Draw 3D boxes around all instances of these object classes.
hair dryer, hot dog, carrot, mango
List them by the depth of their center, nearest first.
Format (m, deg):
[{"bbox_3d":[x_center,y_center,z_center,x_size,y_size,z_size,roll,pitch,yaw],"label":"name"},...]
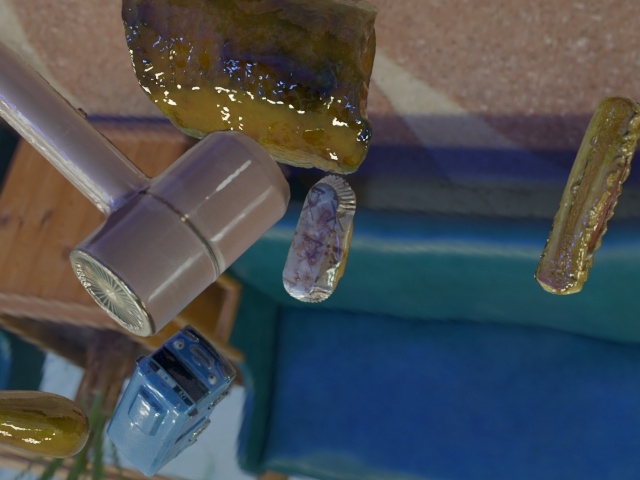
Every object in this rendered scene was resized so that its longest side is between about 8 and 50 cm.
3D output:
[{"bbox_3d":[-0.206,-0.093,1.128,0.344,0.189,0.107,43,157,7],"label":"hair dryer"},{"bbox_3d":[-0.072,-0.227,1.605,0.341,0.241,0.241,20,160,6],"label":"carrot"},{"bbox_3d":[0.376,-0.060,1.739,0.068,0.288,0.083,10,-166,-38],"label":"hot dog"},{"bbox_3d":[-0.464,0.277,1.933,0.228,0.099,0.136,14,174,-32],"label":"mango"},{"bbox_3d":[0.000,0.000,2.388,0.131,0.252,0.069,23,-168,33],"label":"hot dog"}]

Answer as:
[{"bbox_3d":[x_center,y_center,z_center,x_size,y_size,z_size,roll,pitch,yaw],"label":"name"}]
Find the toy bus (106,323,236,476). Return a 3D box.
[{"bbox_3d":[-0.224,0.239,1.849,0.116,0.133,0.234,45,141,12],"label":"toy bus"}]
